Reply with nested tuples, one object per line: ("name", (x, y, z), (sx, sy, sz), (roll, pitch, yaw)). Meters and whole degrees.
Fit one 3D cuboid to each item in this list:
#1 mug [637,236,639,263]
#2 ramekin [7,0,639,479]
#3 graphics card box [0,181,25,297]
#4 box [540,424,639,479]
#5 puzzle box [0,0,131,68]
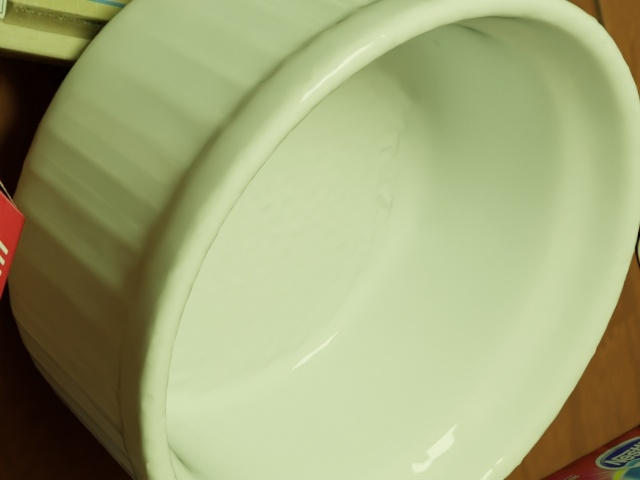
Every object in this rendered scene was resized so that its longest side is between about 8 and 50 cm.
("mug", (0.235, 0.000, 1.161), (0.062, 0.078, 0.064), (47, 47, -2))
("ramekin", (0.000, 0.000, 0.802), (0.277, 0.135, 0.277), (-25, 132, -32))
("graphics card box", (-0.234, 0.129, 0.476), (0.094, 0.233, 0.371), (55, 37, -46))
("box", (0.218, 0.192, 1.112), (0.257, 0.123, 0.128), (-21, 110, -42))
("puzzle box", (-0.056, -0.270, 0.812), (0.272, 0.052, 0.409), (5, 92, -47))
